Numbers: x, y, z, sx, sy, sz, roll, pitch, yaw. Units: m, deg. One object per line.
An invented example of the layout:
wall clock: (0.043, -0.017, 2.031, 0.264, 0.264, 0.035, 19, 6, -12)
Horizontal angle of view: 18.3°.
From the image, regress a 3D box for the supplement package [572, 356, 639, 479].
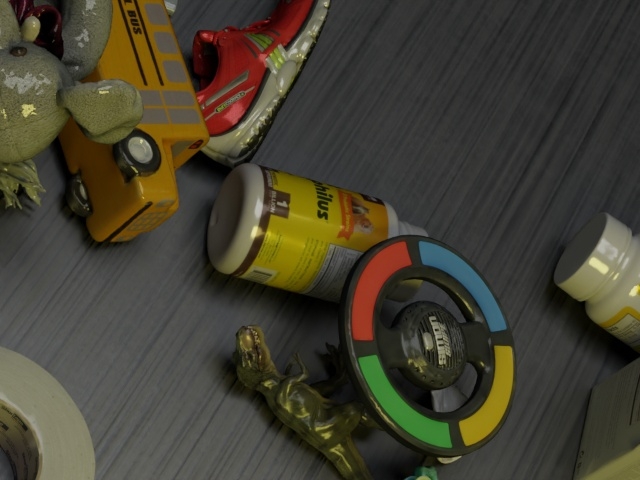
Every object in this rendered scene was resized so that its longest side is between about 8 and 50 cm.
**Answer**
supplement package: (0.396, 0.193, 2.091, 0.139, 0.244, 0.134, 28, 55, -15)

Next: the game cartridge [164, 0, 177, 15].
game cartridge: (-0.178, -0.288, 2.165, 0.056, 0.017, 0.083, 19, 57, -16)

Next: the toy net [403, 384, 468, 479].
toy net: (0.124, 0.238, 2.014, 0.122, 0.045, 0.232, 64, 36, -27)

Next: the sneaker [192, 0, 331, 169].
sneaker: (-0.075, -0.204, 2.127, 0.118, 0.107, 0.279, 29, 52, -2)

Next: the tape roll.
tape roll: (-0.317, 0.204, 1.793, 0.219, 0.072, 0.219, 14, 59, -24)

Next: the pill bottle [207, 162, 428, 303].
pill bottle: (0.000, 0.000, 2.049, 0.215, 0.117, 0.117, 15, 59, -22)

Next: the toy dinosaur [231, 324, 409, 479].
toy dinosaur: (0.018, 0.173, 2.010, 0.268, 0.064, 0.118, 48, 56, -5)

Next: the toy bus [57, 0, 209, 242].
toy bus: (-0.211, -0.168, 2.019, 0.130, 0.108, 0.332, -4, 67, -42)

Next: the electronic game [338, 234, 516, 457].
electronic game: (0.109, 0.104, 1.984, 0.229, 0.048, 0.229, 16, 63, -35)

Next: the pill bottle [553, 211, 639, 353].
pill bottle: (0.373, 0.066, 2.223, 0.208, 0.119, 0.119, 35, 53, -10)

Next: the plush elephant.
plush elephant: (-0.303, -0.171, 1.821, 0.272, 0.255, 0.330, -16, 102, -13)
